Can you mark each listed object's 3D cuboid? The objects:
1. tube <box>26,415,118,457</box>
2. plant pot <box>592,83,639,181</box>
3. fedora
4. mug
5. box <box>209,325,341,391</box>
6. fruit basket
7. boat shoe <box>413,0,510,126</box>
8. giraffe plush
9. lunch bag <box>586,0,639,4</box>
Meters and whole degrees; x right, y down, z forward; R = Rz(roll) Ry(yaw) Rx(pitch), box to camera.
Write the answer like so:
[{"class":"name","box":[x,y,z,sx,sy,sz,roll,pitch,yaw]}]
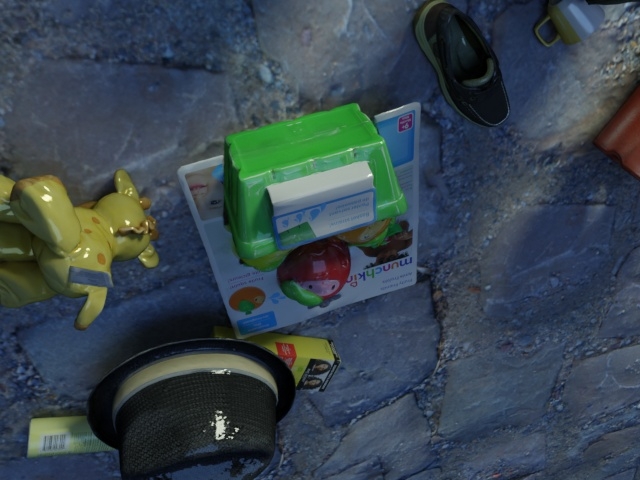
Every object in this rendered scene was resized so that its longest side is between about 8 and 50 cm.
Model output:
[{"class":"tube","box":[-0.372,0.334,0.900,0.240,0.062,0.070,6,160,-28]},{"class":"plant pot","box":[0.596,-0.190,0.791,0.272,0.272,0.265,21,120,-29]},{"class":"fedora","box":[-0.191,0.301,0.812,0.334,0.152,0.334,-9,128,-11]},{"class":"mug","box":[0.352,-0.318,0.735,0.064,0.062,0.078,36,98,-25]},{"class":"box","box":[-0.086,0.212,0.915,0.232,0.058,0.087,14,118,-25]},{"class":"fruit basket","box":[0.000,0.000,0.751,0.327,0.165,0.353,-16,128,-9]},{"class":"boat shoe","box":[0.211,-0.235,0.727,0.080,0.073,0.223,-41,125,8]},{"class":"giraffe plush","box":[-0.292,-0.010,0.650,0.210,0.170,0.181,21,117,12]},{"class":"lunch bag","box":[0.390,-0.375,0.557,0.256,0.305,0.213,-6,110,-18]}]
